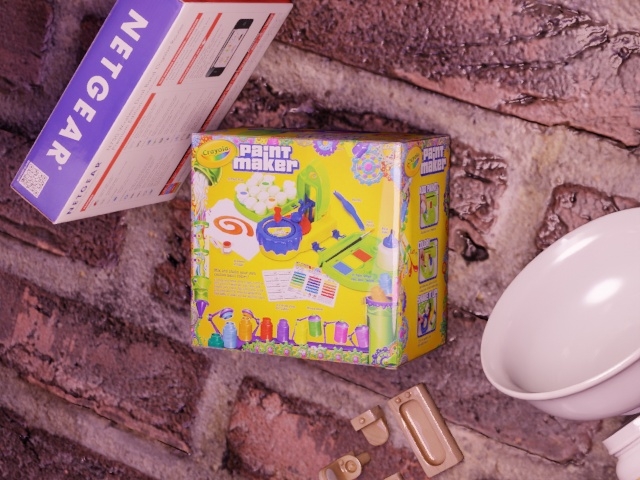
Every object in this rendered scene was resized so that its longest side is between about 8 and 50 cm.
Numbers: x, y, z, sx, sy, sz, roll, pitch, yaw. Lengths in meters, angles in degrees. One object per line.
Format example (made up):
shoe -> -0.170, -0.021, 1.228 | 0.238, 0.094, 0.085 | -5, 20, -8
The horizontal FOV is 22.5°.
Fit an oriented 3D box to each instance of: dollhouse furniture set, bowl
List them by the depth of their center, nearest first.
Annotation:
bowl -> 0.347, 0.110, 1.884 | 0.298, 0.298, 0.134 | -29, 117, 25
dollhouse furniture set -> 0.085, 0.290, 2.080 | 0.151, 0.123, 0.144 | -31, 84, 25

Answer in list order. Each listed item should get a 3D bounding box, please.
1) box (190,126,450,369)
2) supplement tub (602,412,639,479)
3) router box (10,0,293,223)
box -> 0.000, 0.000, 2.052 | 0.290, 0.177, 0.279 | 5, 99, 25
supplement tub -> 0.443, 0.283, 1.902 | 0.144, 0.144, 0.199 | -41, 79, 24
router box -> -0.209, -0.190, 2.056 | 0.082, 0.301, 0.335 | 39, 110, 15
